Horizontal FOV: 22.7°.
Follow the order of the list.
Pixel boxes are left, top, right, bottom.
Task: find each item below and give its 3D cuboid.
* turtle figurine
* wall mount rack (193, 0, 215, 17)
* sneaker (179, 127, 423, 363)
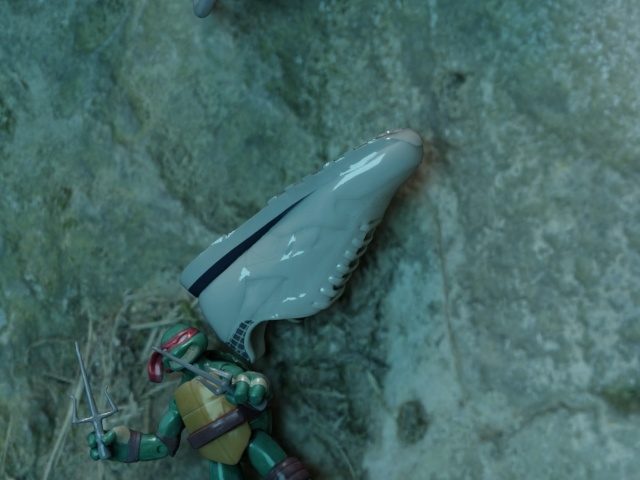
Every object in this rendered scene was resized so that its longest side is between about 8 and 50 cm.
[{"bbox_3d":[-0.083,0.147,1.258,0.175,0.118,0.234,-36,85,37],"label":"turtle figurine"},{"bbox_3d":[-0.101,-0.365,1.257,0.304,0.130,0.350,-94,22,-48],"label":"wall mount rack"},{"bbox_3d":[0.000,0.000,1.253,0.235,0.090,0.095,-38,82,25],"label":"sneaker"}]
